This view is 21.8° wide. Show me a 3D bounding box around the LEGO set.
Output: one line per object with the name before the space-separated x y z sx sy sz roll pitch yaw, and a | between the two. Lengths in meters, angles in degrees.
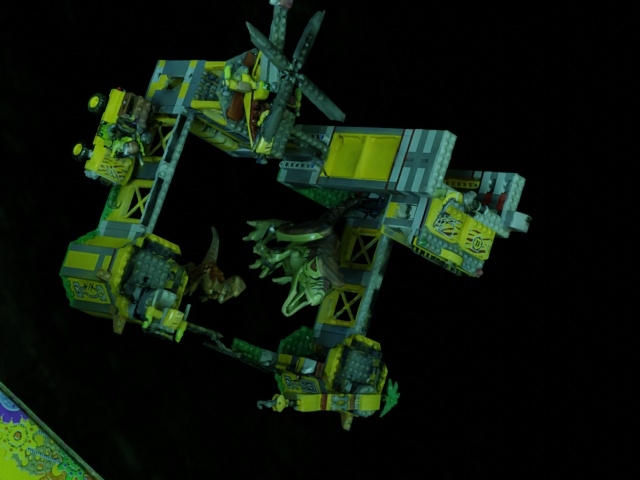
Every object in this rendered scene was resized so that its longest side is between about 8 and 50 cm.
LEGO set | 0.000 0.000 1.182 0.331 0.192 0.255 37 69 -39

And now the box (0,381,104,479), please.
box | -0.262 0.160 0.895 0.290 0.279 0.177 51 61 -33
